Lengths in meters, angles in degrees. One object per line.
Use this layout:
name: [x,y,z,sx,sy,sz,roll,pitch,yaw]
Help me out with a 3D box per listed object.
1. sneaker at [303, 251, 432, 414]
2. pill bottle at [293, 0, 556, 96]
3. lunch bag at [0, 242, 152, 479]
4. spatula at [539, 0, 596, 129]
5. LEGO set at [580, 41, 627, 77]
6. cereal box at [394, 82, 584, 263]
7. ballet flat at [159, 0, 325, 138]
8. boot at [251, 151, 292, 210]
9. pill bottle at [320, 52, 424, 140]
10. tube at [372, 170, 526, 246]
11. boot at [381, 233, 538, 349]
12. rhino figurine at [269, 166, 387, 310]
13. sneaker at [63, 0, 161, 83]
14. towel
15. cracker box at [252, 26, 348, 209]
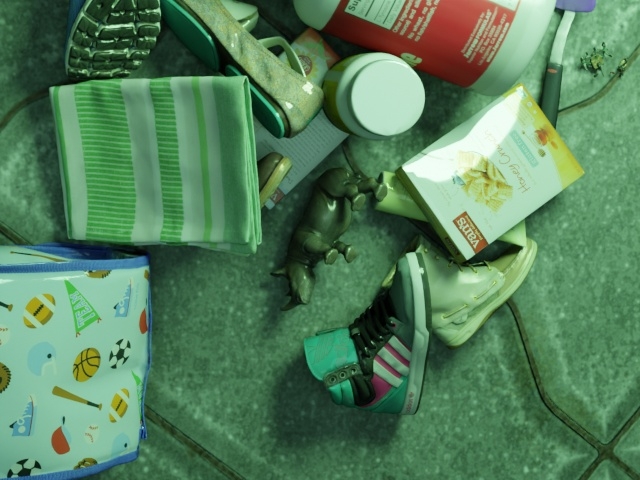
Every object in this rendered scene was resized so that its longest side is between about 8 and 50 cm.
sneaker: [0.065,0.144,1.853,0.178,0.124,0.295,-1,125,-7]
pill bottle: [0.108,-0.374,1.741,0.408,0.229,0.229,20,96,-11]
lunch bag: [-0.425,0.169,1.749,0.385,0.239,0.327,-1,99,-31]
spatula: [0.363,-0.292,1.881,0.084,0.030,0.296,17,107,31]
LEGO set: [0.433,-0.276,1.915,0.083,0.023,0.054,26,97,-25]
cereal box: [0.254,-0.102,1.858,0.240,0.047,0.173,-36,91,-16]
ballet flat: [-0.111,-0.273,1.762,0.106,0.107,0.316,-37,75,-19]
boot: [-0.175,-0.106,1.760,0.207,0.248,0.090,44,47,-10]
pill bottle: [0.071,-0.199,1.707,0.119,0.208,0.119,-1,99,-9]
tube: [0.201,-0.053,1.893,0.240,0.062,0.070,13,91,-9]
boot: [0.215,0.041,1.908,0.165,0.077,0.213,41,92,-10]
rhino figurine: [0.000,0.000,1.860,0.073,0.106,0.243,20,100,-49]
sneaker: [-0.295,-0.375,1.745,0.130,0.147,0.330,3,118,-34]
towel: [-0.235,-0.105,1.738,0.325,0.038,0.247,3,106,28]
cracker box: [-0.049,-0.181,1.834,0.232,0.067,0.155,-43,102,0]
